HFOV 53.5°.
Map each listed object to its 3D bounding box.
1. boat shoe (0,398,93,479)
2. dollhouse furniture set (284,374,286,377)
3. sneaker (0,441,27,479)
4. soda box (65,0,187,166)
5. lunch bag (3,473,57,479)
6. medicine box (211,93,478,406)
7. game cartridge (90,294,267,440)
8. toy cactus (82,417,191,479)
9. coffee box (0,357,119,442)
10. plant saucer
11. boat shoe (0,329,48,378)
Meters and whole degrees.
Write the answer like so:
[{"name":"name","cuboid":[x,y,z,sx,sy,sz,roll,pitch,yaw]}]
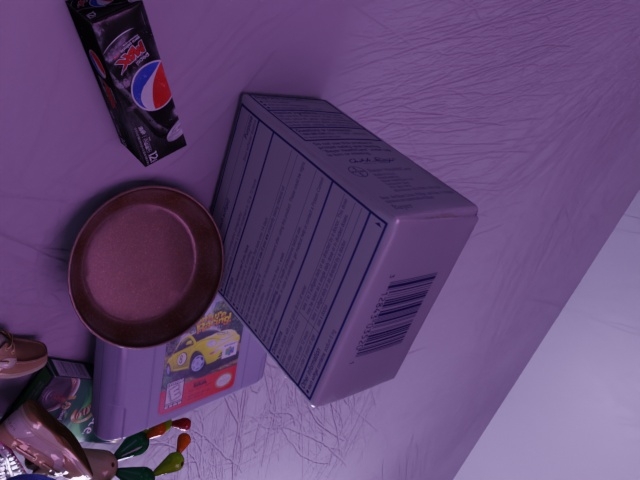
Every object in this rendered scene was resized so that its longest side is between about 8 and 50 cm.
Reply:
[{"name":"boat shoe","cuboid":[-0.348,0.265,0.803,0.059,0.063,0.170,-32,134,-15]},{"name":"dollhouse furniture set","cuboid":[-0.028,0.217,1.231,0.081,0.091,0.114,1,106,0]},{"name":"sneaker","cuboid":[-0.427,0.278,0.793,0.075,0.063,0.170,-34,149,-30]},{"name":"soda box","cuboid":[-0.187,-0.159,0.627,0.053,0.060,0.169,-34,144,-22]},{"name":"lunch bag","cuboid":[-0.399,0.415,0.801,0.303,0.115,0.243,-29,121,13]},{"name":"medicine box","cuboid":[0.000,0.000,0.789,0.149,0.289,0.263,-8,129,-42]},{"name":"game cartridge","cuboid":[-0.182,0.151,0.913,0.294,0.060,0.196,-13,117,-47]},{"name":"toy cactus","cuboid":[-0.293,0.352,0.960,0.180,0.219,0.112,21,143,-12]},{"name":"coffee box","cuboid":[-0.324,0.224,0.874,0.113,0.040,0.184,-52,146,5]},{"name":"plant saucer","cuboid":[-0.209,0.030,0.765,0.198,0.036,0.199,-11,107,-38]},{"name":"boat shoe","cuboid":[-0.369,0.125,0.716,0.135,0.050,0.045,7,123,-51]}]
